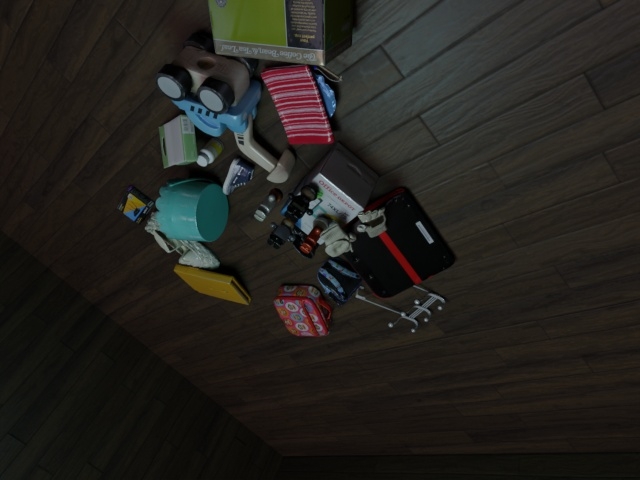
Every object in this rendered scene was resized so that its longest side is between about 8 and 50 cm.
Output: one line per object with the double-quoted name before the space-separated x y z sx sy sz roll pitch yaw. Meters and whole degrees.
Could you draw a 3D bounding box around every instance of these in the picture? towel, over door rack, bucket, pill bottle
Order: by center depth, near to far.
"towel" -0.072 -0.434 1.579 0.199 0.031 0.275 9 137 36
"pill bottle" -0.424 -0.334 1.842 0.065 0.116 0.065 15 136 15
"bucket" -0.518 -0.124 1.995 0.183 0.281 0.281 7 134 20
"over door rack" 0.323 0.255 2.043 0.324 0.108 0.239 31 137 -3

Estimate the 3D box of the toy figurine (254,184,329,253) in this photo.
"toy figurine" -0.093 -0.077 1.615 0.210 0.148 0.213 4 135 34

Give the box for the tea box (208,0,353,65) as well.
"tea box" -0.100 -0.653 1.250 0.329 0.220 0.323 14 128 18

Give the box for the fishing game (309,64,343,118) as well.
"fishing game" -0.029 -0.468 1.563 0.189 0.041 0.264 32 144 7

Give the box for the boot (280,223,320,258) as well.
"boot" 0.000 0.000 1.871 0.338 0.222 0.118 40 136 -13

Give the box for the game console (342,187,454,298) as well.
"game console" 0.266 0.027 1.819 0.342 0.060 0.386 -32 114 18

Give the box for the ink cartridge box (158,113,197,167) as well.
"ink cartridge box" -0.547 -0.374 1.856 0.235 0.056 0.171 0 97 55

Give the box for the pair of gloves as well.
"pair of gloves" 0.121 -0.023 1.649 0.240 0.042 0.204 -27 153 -2

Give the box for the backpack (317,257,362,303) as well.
"backpack" 0.072 0.170 2.060 0.173 0.158 0.117 38 157 9

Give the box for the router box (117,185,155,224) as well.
"router box" -0.880 -0.165 2.303 0.133 0.046 0.179 39 137 -12

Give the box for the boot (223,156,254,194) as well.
"boot" -0.326 -0.236 1.922 0.086 0.069 0.190 31 137 1

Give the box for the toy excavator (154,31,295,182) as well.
"toy excavator" -0.292 -0.420 1.657 0.433 0.222 0.445 20 152 8

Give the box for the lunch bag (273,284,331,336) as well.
"lunch bag" -0.066 0.340 2.333 0.258 0.120 0.293 -3 132 25

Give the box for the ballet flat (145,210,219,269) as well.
"ballet flat" -0.675 0.032 2.328 0.409 0.147 0.147 44 136 -19

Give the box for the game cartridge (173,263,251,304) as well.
"game cartridge" -0.541 0.222 2.450 0.324 0.052 0.285 12 155 19

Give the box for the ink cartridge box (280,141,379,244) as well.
"ink cartridge box" 0.032 -0.163 1.711 0.198 0.197 0.270 38 137 -11
